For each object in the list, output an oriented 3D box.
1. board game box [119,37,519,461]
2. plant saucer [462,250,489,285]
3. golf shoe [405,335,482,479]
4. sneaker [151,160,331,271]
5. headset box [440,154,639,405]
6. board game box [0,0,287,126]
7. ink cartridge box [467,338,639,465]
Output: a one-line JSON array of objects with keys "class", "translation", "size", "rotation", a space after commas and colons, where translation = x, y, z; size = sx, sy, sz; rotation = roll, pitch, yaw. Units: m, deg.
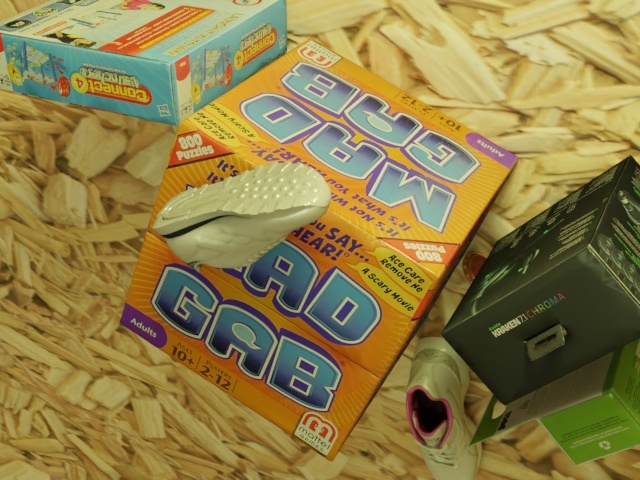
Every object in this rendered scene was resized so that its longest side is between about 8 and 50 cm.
[{"class": "board game box", "translation": [0.000, 0.000, 1.298], "size": [0.356, 0.356, 0.356], "rotation": [32, 127, 9]}, {"class": "plant saucer", "translation": [0.248, 0.052, 1.397], "size": [0.083, 0.013, 0.083], "rotation": [38, 147, 30]}, {"class": "golf shoe", "translation": [0.189, 0.308, 1.520], "size": [0.115, 0.140, 0.306], "rotation": [1, 119, 27]}, {"class": "sneaker", "translation": [-0.079, -0.021, 1.062], "size": [0.235, 0.090, 0.095], "rotation": [-9, 124, 35]}, {"class": "headset box", "translation": [0.317, 0.053, 1.205], "size": [0.131, 0.283, 0.246], "rotation": [49, 128, -4]}, {"class": "board game box", "translation": [-0.247, -0.280, 1.302], "size": [0.302, 0.308, 0.086], "rotation": [14, 125, 22]}, {"class": "ink cartridge box", "translation": [0.361, 0.234, 1.349], "size": [0.097, 0.189, 0.255], "rotation": [49, 130, -7]}]
